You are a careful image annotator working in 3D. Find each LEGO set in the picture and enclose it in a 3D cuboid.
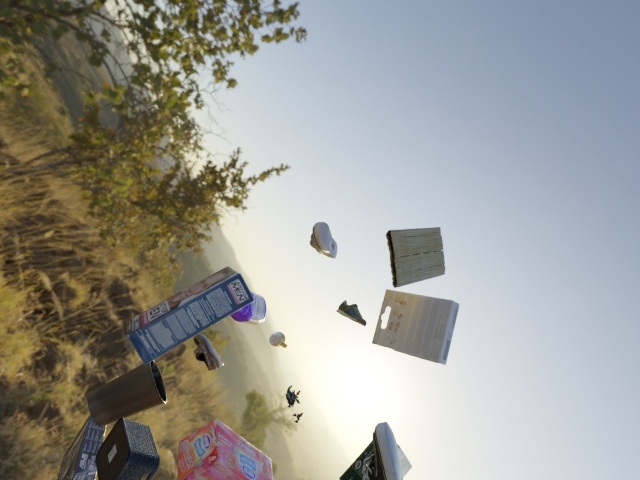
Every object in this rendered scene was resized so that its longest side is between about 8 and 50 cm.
[{"bbox_3d":[-0.060,0.342,0.899,0.054,0.024,0.083,0,85,-65],"label":"LEGO set"}]

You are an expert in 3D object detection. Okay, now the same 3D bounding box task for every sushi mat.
[{"bbox_3d":[0.277,0.040,1.201,0.019,0.317,0.151,-8,-92,39],"label":"sushi mat"}]

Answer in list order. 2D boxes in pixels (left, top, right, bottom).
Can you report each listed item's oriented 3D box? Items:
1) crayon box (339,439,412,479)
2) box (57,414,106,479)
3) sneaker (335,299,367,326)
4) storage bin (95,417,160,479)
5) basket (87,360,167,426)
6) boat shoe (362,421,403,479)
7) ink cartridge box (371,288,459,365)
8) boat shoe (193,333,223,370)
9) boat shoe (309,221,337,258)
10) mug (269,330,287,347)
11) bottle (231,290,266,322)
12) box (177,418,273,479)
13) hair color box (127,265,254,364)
[{"bbox_3d":[0.197,0.781,1.442,0.083,0.203,0.323,35,-19,38],"label":"crayon box"},{"bbox_3d":[-0.895,0.850,1.571,0.077,0.242,0.307,28,16,-27],"label":"box"},{"bbox_3d":[0.168,0.360,2.161,0.192,0.086,0.064,21,-15,42],"label":"sneaker"},{"bbox_3d":[-0.491,0.553,1.081,0.084,0.122,0.180,37,-9,-33],"label":"storage bin"},{"bbox_3d":[-0.693,0.553,1.532,0.204,0.227,0.154,33,-38,64],"label":"basket"},{"bbox_3d":[0.163,0.627,1.134,0.113,0.105,0.306,-55,133,-68],"label":"boat shoe"},{"bbox_3d":[0.277,0.248,1.253,0.225,0.180,0.056,5,-19,43],"label":"ink cartridge box"},{"bbox_3d":[-0.448,0.428,1.640,0.183,0.066,0.066,33,-49,38],"label":"boat shoe"},{"bbox_3d":[0.000,0.000,1.712,0.267,0.088,0.096,50,48,-65],"label":"boat shoe"},{"bbox_3d":[-0.170,0.399,1.713,0.064,0.078,0.062,46,47,-78],"label":"mug"},{"bbox_3d":[-0.279,0.240,1.560,0.283,0.092,0.118,54,33,-71],"label":"bottle"},{"bbox_3d":[-0.276,0.697,1.282,0.300,0.142,0.154,55,5,-32],"label":"box"},{"bbox_3d":[-0.390,0.210,1.284,0.174,0.347,0.105,12,-52,65],"label":"hair color box"}]
